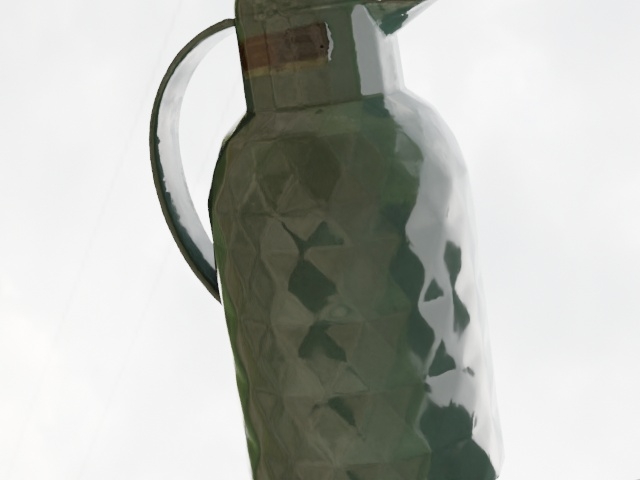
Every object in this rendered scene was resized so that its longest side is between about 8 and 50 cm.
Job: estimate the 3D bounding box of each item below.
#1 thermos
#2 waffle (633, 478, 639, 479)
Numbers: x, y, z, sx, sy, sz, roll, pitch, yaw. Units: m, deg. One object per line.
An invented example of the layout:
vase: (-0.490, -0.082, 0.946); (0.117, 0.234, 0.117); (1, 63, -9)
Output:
thermos: (0.000, 0.000, 0.560); (0.182, 0.145, 0.286); (-3, -77, 28)
waffle: (0.187, 0.147, 0.519); (0.169, 0.183, 0.036); (-3, -91, 62)
